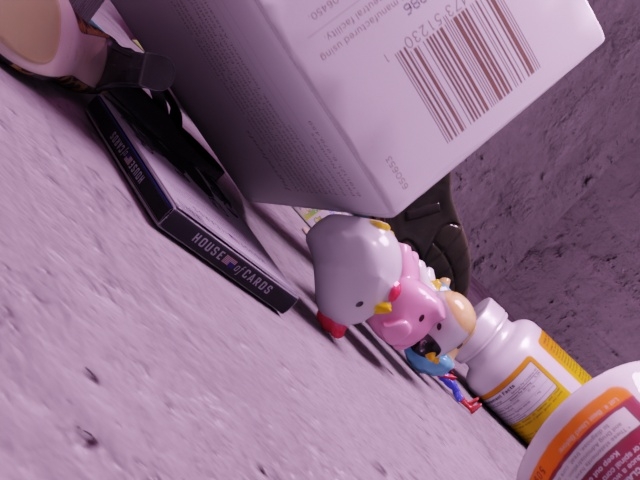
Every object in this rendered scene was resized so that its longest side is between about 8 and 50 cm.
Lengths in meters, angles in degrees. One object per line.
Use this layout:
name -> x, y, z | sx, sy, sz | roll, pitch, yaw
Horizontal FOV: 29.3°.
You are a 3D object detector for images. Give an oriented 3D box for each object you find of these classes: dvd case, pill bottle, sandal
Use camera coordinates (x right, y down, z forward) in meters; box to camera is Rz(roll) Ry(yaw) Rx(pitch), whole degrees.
dvd case -> -0.128, -0.039, 1.194 | 0.179, 0.029, 0.239 | 38, 9, -40
pill bottle -> 0.395, 0.324, 1.214 | 0.224, 0.224, 0.392 | 36, 11, -50
sandal -> -0.199, -0.169, 1.469 | 0.254, 0.054, 0.097 | 45, 7, 11
pill bottle -> 0.300, 0.202, 1.775 | 0.245, 0.136, 0.136 | 44, 7, -3

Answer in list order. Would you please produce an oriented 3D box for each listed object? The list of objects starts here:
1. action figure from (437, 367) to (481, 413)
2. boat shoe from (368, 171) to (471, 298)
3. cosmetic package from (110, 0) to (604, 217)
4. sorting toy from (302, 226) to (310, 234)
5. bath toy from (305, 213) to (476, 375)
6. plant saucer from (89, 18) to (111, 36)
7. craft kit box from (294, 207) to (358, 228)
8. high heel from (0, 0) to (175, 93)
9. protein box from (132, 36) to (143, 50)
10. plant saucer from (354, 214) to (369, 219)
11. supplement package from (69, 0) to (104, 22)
action figure -> 0.163, 0.178, 1.598 | 0.115, 0.030, 0.038 | 41, 12, -10
boat shoe -> 0.121, -0.024, 1.610 | 0.120, 0.122, 0.324 | -126, -152, -63
cosmetic package -> 0.022, -0.254, 1.364 | 0.327, 0.329, 0.393 | 56, -19, -18
sorting toy -> 0.000, 0.000, 1.788 | 0.062, 0.012, 0.083 | 38, 9, -37
bath toy -> 0.083, 0.071, 1.387 | 0.151, 0.129, 0.348 | 10, -10, 23
plant saucer -> -0.324, -0.291, 1.654 | 0.067, 0.018, 0.192 | 43, 6, -3
craft kit box -> 0.090, 0.038, 1.928 | 0.246, 0.061, 0.250 | 31, 13, -51
high heel -> -0.290, -0.204, 1.186 | 0.261, 0.093, 0.186 | 23, -4, -38
protein box -> -0.203, -0.337, 2.150 | 0.200, 0.136, 0.201 | 42, 7, -8
plant saucer -> 0.062, -0.064, 2.191 | 0.317, 0.044, 0.317 | 35, -1, 1
supplement package -> -0.347, -0.409, 1.594 | 0.203, 0.149, 0.194 | 36, 7, -19
